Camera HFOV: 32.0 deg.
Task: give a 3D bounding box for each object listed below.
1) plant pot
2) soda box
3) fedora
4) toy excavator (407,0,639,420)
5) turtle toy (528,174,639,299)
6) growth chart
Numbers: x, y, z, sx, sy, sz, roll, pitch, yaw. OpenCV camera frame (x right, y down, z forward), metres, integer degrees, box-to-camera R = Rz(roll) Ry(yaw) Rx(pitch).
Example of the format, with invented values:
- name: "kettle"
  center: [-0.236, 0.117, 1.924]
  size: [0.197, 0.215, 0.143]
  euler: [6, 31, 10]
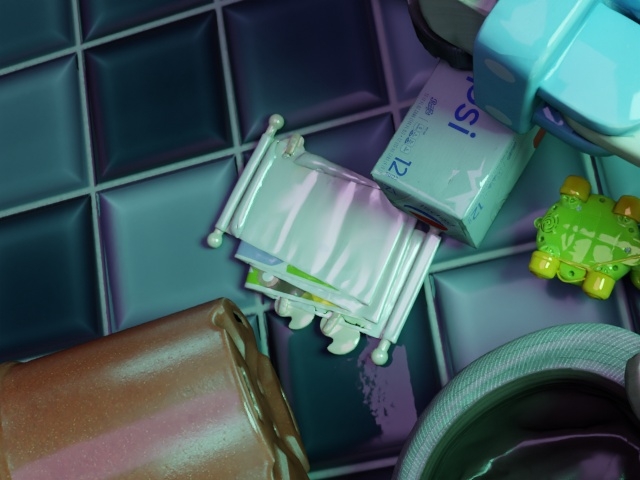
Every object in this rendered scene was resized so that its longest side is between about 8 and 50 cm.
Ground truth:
- name: "plant pot"
  center: [-0.161, 0.190, 0.957]
  size: [0.265, 0.272, 0.272]
  euler: [-23, 70, 4]
- name: "soda box"
  center: [0.165, -0.143, 0.999]
  size: [0.098, 0.091, 0.286]
  euler: [28, 83, 22]
- name: "fedora"
  center: [0.190, 0.209, 0.892]
  size: [0.275, 0.124, 0.244]
  euler: [-44, 68, -2]
- name: "toy excavator"
  center: [0.246, -0.119, 0.821]
  size: [0.445, 0.222, 0.433]
  euler: [34, 85, 14]
- name: "turtle toy"
  center: [0.244, 0.007, 0.956]
  size: [0.130, 0.066, 0.095]
  euler: [23, 85, 22]
- name: "growth chart"
  center: [0.000, 0.000, 1.067]
  size: [0.237, 0.021, 0.172]
  euler: [32, 89, 23]
